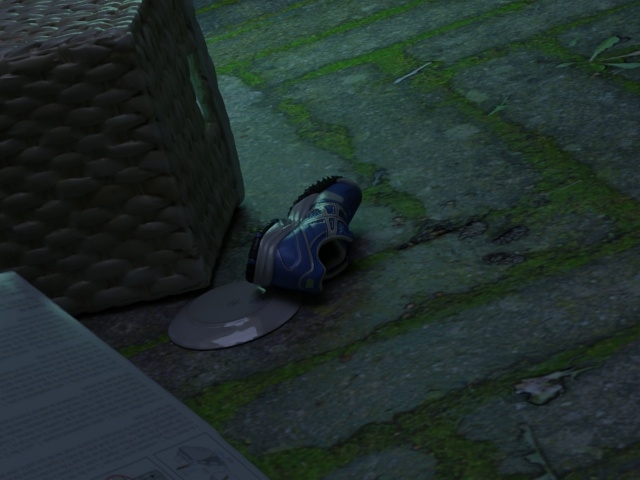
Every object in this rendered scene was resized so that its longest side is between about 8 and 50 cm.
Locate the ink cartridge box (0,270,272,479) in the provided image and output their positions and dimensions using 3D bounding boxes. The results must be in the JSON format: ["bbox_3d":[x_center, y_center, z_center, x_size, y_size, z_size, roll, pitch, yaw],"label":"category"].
[{"bbox_3d":[-0.224,0.181,1.218,0.385,0.091,0.308,36,28,24],"label":"ink cartridge box"}]

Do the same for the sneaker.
[{"bbox_3d":[0.000,0.000,1.699,0.081,0.080,0.211,20,34,17],"label":"sneaker"}]

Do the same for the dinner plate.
[{"bbox_3d":[-0.088,0.069,1.650,0.141,0.017,0.141,-12,24,5],"label":"dinner plate"}]

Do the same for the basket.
[{"bbox_3d":[-0.289,-0.108,1.784,0.331,0.328,0.266,-10,26,11],"label":"basket"}]
